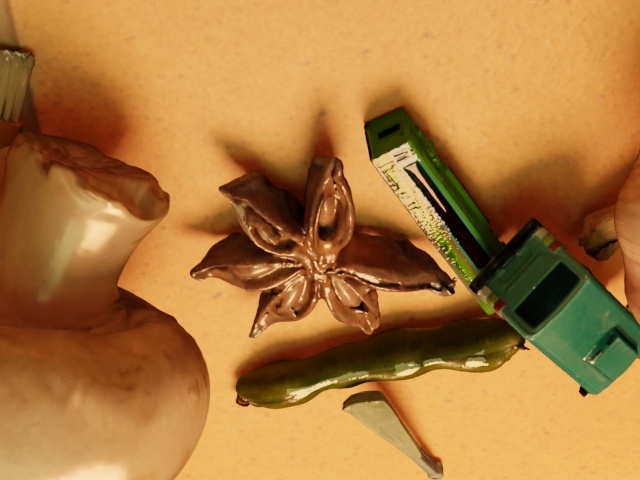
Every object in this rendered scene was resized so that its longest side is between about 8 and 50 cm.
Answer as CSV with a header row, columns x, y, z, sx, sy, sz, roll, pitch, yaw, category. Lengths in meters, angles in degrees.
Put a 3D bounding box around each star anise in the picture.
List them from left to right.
x,y,z,sx,sy,sz,roll,pitch,yaw,category
-0.012,0.008,1.540,0.171,0.063,0.208,-25,135,23,star anise

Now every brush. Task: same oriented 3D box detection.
x,y,z,sx,sy,sz,roll,pitch,yaw,category
-0.288,-0.030,1.504,0.090,0.017,0.314,9,133,-15,brush

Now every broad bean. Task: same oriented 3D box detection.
x,y,z,sx,sy,sz,roll,pitch,yaw,category
0.046,0.103,1.641,0.256,0.052,0.053,-13,147,10,broad bean

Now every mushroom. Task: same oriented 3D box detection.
x,y,z,sx,sy,sz,roll,pitch,yaw,category
-0.224,0.065,1.452,0.297,0.297,0.290,9,99,-14,mushroom

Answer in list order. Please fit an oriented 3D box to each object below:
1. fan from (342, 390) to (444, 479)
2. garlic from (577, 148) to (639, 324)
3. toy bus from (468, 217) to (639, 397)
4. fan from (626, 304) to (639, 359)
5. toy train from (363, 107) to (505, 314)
x,y,z,sx,sy,sz,roll,pitch,yaw,category
0.067,0.169,1.697,0.038,0.016,0.193,-13,150,18,fan
0.293,-0.011,1.490,0.245,0.245,0.253,35,160,-33,garlic
0.194,0.058,1.553,0.079,0.092,0.160,-46,145,3,toy bus
0.356,0.074,1.674,0.226,0.008,0.152,17,129,-20,fan
0.103,-0.019,1.533,0.042,0.044,0.209,-26,131,16,toy train
